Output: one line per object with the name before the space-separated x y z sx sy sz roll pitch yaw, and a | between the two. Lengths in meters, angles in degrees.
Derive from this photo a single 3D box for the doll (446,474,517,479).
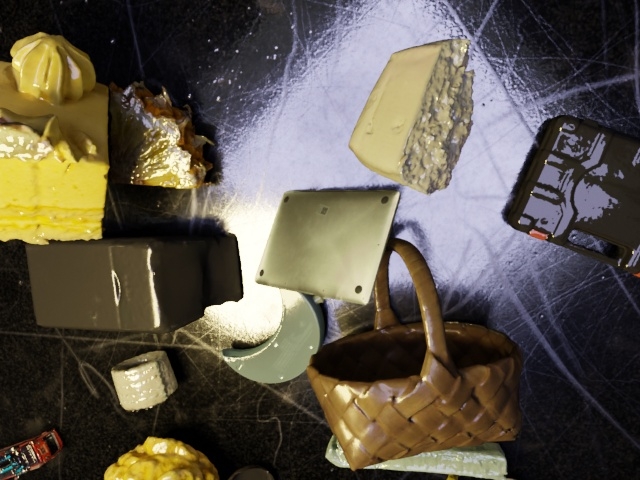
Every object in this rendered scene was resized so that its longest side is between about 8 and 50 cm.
doll | 0.415 0.526 0.862 0.364 0.094 0.161 4 90 9

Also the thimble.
thimble | -0.363 0.288 0.976 0.115 0.102 0.090 -12 97 20

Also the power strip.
power strip | -0.072 0.176 0.925 0.167 0.054 0.253 37 104 1

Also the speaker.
speaker | -0.373 0.073 0.938 0.387 0.184 0.180 -1 98 22

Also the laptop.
laptop | 0.000 0.000 0.793 0.268 0.015 0.188 5 72 43

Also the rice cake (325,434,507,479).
rice cake | 0.177 0.409 0.904 0.335 0.066 0.063 1 91 12

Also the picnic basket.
picnic basket | 0.139 0.152 0.760 0.336 0.293 0.338 -1 94 -8

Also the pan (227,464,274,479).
pan | -0.113 0.555 0.995 0.212 0.040 0.115 42 77 -15

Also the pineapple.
pineapple | -0.315 -0.178 0.889 0.186 0.114 0.237 -32 95 14

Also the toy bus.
toy bus | -0.704 0.501 1.082 0.234 0.096 0.074 -24 93 15

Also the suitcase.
suitcase | 0.478 -0.066 0.767 0.285 0.066 0.207 22 103 8

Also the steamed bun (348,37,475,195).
steamed bun | 0.171 -0.197 0.756 0.170 0.200 0.226 17 103 -32

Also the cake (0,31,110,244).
cake | -0.460 -0.160 0.756 0.286 0.222 0.228 -55 43 47

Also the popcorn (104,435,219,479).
popcorn | -0.326 0.515 0.954 0.249 0.190 0.251 -1 92 -14
